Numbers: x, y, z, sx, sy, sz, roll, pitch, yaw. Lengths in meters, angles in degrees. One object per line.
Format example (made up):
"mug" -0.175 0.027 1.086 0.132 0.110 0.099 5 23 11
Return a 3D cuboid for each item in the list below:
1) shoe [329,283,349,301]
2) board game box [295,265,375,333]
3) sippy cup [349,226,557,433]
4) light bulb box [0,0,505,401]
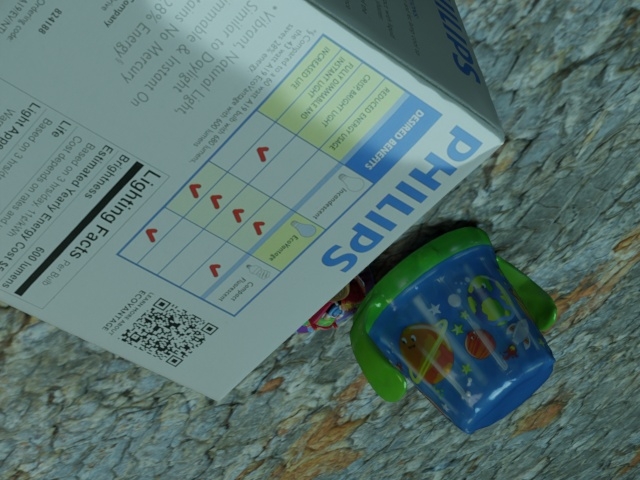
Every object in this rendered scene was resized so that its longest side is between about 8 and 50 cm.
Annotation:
"shoe" 0.000 0.000 1.699 0.077 0.058 0.219 2 148 7
"board game box" 0.022 0.093 1.894 0.133 0.033 0.168 -28 153 -4
"sippy cup" 0.202 0.138 1.898 0.305 0.224 0.240 -35 159 -7
"light bulb box" -0.121 -0.114 1.048 0.361 0.225 0.358 30 121 -30
